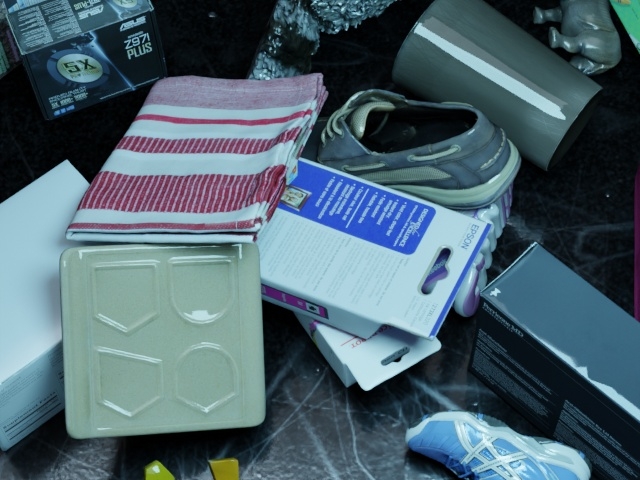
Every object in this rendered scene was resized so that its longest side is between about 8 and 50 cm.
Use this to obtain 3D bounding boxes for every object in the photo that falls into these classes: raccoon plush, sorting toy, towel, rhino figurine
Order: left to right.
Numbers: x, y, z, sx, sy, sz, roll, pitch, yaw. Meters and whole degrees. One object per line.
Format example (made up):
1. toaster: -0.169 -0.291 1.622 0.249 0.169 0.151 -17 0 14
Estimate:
1. sorting toy: -0.173 0.156 1.542 0.229 0.041 0.307 -2 91 -17
2. towel: -0.141 -0.105 1.632 0.237 0.037 0.329 0 36 16
3. raccoon plush: 0.098 -0.325 1.863 0.299 0.216 0.446 21 100 -9
4. rhino figurine: 0.347 -0.320 1.879 0.106 0.073 0.243 2 56 -7

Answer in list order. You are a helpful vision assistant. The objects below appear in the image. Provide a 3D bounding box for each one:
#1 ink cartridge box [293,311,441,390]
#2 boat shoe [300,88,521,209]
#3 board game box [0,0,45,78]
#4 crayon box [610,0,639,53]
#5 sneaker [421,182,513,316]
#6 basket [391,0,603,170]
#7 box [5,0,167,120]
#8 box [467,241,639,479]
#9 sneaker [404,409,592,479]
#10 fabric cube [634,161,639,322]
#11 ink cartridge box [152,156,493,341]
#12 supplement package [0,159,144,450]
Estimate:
1. ink cartridge box: 0.046 0.093 1.648 0.115 0.067 0.198 -28 60 -13
2. boat shoe: 0.070 -0.128 1.698 0.355 0.130 0.132 2 50 28
3. board game box: -0.489 -0.325 1.825 0.291 0.232 0.141 -41 65 -20
4. crayon box: 0.494 -0.287 1.816 0.165 0.081 0.278 -4 57 -27
5. sneaker: 0.171 -0.023 1.702 0.105 0.095 0.236 13 61 19
6. basket: 0.232 -0.202 1.765 0.227 0.204 0.154 36 111 14
7. box: -0.306 -0.257 1.826 0.180 0.147 0.077 -21 60 -10
8. box: 0.297 0.152 1.534 0.261 0.184 0.103 40 69 22
9. sneaker: 0.193 0.251 1.539 0.211 0.080 0.081 15 58 12
10. fabric cube: 0.510 -0.037 1.596 0.259 0.258 0.254 5 58 5
11. ink cartridge box: 0.000 0.000 1.631 0.371 0.069 0.175 19 59 20
12. supplement package: -0.336 0.074 1.631 0.262 0.145 0.204 -36 64 -18
